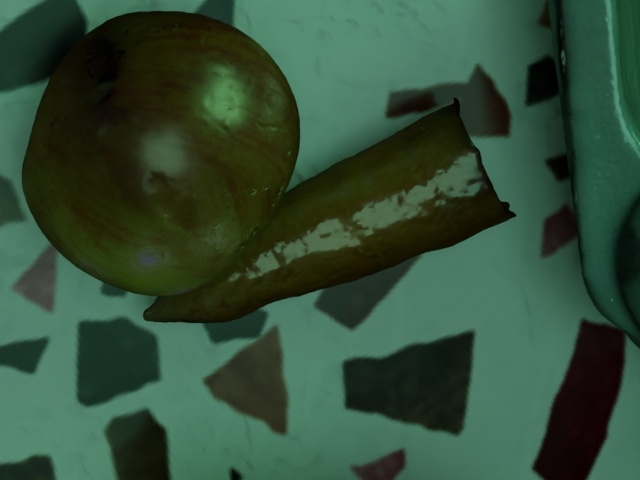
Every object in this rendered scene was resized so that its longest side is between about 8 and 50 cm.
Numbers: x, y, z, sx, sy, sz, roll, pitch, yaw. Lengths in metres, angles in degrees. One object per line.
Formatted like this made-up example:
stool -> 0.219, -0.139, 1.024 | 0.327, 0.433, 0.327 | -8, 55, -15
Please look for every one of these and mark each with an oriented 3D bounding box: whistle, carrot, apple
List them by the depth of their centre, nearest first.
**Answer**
apple -> -0.083, -0.048, 0.948 | 0.146, 0.146, 0.146 | -2, 99, -11
whistle -> 0.214, -0.031, 1.003 | 0.163, 0.163, 0.290 | -9, 101, -10
carrot -> 0.000, 0.000, 1.010 | 0.205, 0.072, 0.072 | -27, 102, -4
